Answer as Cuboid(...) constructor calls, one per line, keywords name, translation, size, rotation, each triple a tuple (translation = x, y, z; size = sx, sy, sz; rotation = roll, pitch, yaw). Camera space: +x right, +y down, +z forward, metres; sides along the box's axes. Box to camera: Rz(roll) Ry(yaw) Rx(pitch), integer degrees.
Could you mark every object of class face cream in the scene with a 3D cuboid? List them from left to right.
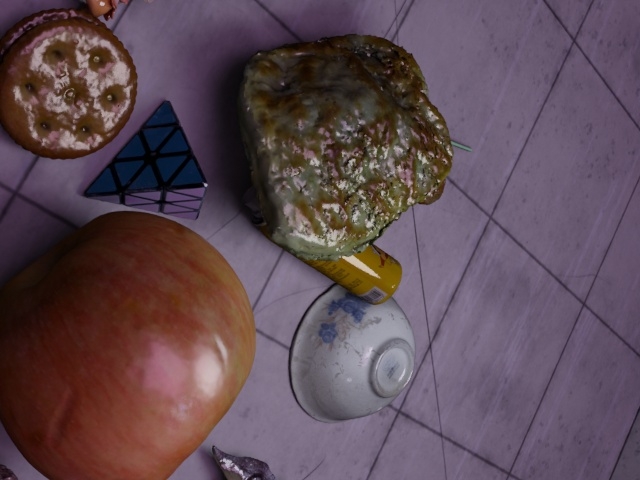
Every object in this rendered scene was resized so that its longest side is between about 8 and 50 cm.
Cuboid(name="face cream", translation=(0.000, 0.000, 1.575), size=(0.348, 0.105, 0.105), rotation=(33, 78, -30))

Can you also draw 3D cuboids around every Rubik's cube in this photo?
Cuboid(name="Rubik's cube", translation=(-0.214, -0.087, 1.353), size=(0.211, 0.178, 0.190), rotation=(-56, 131, -14))

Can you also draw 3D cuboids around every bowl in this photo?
Cuboid(name="bowl", translation=(0.101, 0.241, 1.702), size=(0.313, 0.146, 0.313), rotation=(-9, 105, -37))

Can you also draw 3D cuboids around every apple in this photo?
Cuboid(name="apple", translation=(-0.289, 0.154, 1.218), size=(0.391, 0.391, 0.346), rotation=(-45, 104, -23))

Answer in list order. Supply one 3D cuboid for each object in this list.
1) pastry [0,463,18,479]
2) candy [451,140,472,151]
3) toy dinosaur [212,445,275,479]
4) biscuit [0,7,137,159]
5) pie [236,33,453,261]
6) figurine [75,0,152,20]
Cuboid(name="pastry", translation=(-0.506, 0.426, 1.271), size=(0.112, 0.103, 0.265), rotation=(-23, 115, -42))
Cuboid(name="candy", translation=(0.277, -0.215, 1.817), size=(0.194, 0.058, 0.062), rotation=(13, 100, -49))
Cuboid(name="toy dinosaur", translation=(-0.142, 0.502, 1.608), size=(0.162, 0.077, 0.294), rotation=(-57, 143, -20))
Cuboid(name="biscuit", translation=(-0.376, -0.226, 1.235), size=(0.220, 0.066, 0.220), rotation=(-21, 129, -29))
Cuboid(name="pie", translation=(0.028, -0.179, 1.462), size=(0.418, 0.180, 0.395), rotation=(-25, 88, -37))
Cuboid(name="figurine", translation=(-0.283, -0.395, 1.273), size=(0.195, 0.102, 0.111), rotation=(-43, 124, -25))
